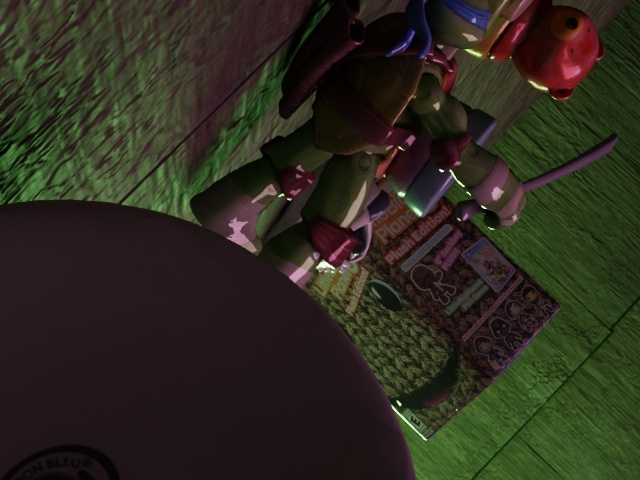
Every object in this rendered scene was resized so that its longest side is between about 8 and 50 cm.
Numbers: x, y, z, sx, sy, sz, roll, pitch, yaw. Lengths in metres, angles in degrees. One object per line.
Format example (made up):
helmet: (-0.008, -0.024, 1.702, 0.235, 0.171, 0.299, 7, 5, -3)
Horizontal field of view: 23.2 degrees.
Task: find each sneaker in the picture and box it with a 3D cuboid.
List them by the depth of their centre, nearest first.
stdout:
sneaker: (0.000, 0.000, 1.668, 0.094, 0.091, 0.258, -44, 174, -26)

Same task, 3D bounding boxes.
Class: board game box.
board game box: (0.107, 0.067, 1.919, 0.141, 0.291, 0.232, -43, 173, -30)

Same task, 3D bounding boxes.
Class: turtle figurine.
turtle figurine: (0.056, -0.060, 1.137, 0.266, 0.198, 0.274, -44, 172, 15)

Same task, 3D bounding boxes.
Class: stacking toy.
stacking toy: (0.183, -0.164, 1.599, 0.309, 0.130, 0.279, -50, 175, -11)

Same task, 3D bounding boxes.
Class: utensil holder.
utensil holder: (-0.143, 0.192, 0.808, 0.327, 0.327, 0.385, -44, 171, -27)
